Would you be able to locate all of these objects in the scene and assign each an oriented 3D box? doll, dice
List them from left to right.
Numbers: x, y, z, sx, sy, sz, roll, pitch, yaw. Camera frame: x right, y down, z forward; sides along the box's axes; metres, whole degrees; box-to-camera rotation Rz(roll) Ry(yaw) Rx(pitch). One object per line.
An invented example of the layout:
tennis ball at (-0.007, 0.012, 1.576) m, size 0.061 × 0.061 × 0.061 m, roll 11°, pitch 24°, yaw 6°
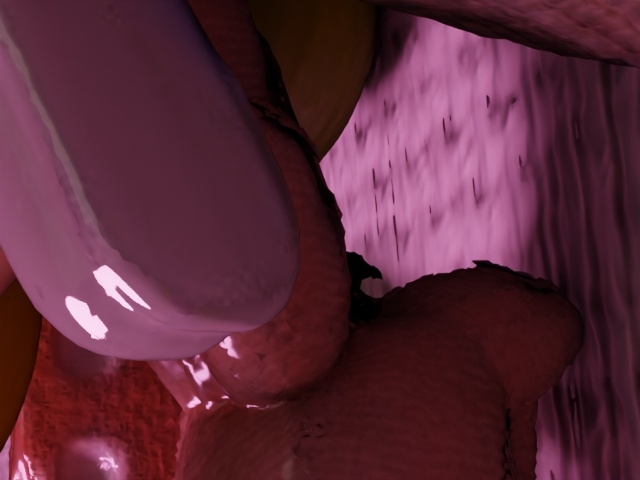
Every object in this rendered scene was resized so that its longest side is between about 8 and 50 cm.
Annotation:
doll at (-0.153, 0.012, 0.545) m, size 0.348 × 0.161 × 0.423 m, roll 49°, pitch 135°, yaw 37°
dice at (-0.114, 0.087, 1.040) m, size 0.175 × 0.174 × 0.179 m, roll -149°, pitch 58°, yaw -78°
doll at (0.000, 0.000, 0.572) m, size 0.201 × 0.156 × 0.303 m, roll 169°, pitch 84°, yaw -80°

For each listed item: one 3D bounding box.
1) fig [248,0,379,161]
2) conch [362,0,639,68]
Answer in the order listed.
fig at (-0.118, -0.145, 0.787) m, size 0.316 × 0.316 × 0.316 m, roll 177°, pitch 90°, yaw -76°
conch at (0.009, -0.186, 0.476) m, size 0.297 × 0.210 × 0.352 m, roll 81°, pitch 178°, yaw -54°
